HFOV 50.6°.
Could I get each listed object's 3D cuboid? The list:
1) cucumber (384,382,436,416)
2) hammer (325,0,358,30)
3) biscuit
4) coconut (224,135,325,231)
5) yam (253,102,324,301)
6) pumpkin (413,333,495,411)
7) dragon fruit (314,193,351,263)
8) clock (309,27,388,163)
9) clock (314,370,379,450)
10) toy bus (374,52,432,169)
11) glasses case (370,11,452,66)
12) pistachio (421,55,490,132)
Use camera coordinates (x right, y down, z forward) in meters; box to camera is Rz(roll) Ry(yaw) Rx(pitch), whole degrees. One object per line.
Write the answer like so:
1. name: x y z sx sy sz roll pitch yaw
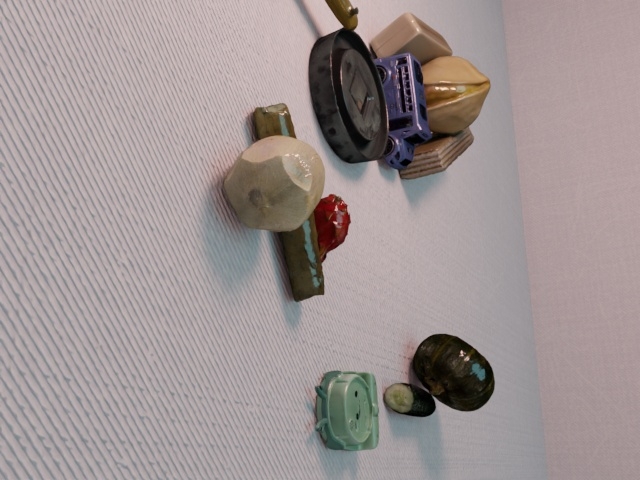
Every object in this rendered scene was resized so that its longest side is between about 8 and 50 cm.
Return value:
1. cucumber: 0.234 0.397 1.670 0.241 0.074 0.074 32 53 -57
2. hammer: -0.002 -0.575 1.465 0.305 0.113 0.202 48 44 -37
3. biscuit: 0.361 -0.276 2.064 0.426 0.144 0.079 -41 117 -60
4. coconut: -0.079 -0.091 1.131 0.162 0.161 0.161 -42 119 -58
5. yam: -0.053 -0.072 1.262 0.083 0.083 0.372 -23 102 -62
6. pumpkin: 0.341 0.344 1.750 0.157 0.223 0.224 -40 123 -23
7. dragon fruit: 0.000 0.000 1.355 0.094 0.094 0.191 38 71 -53
8. clock: 0.073 -0.340 1.607 0.319 0.066 0.319 29 57 -58
9. clock: 0.048 0.337 1.339 0.211 0.066 0.159 23 61 -58
10. toy bus: 0.220 -0.344 1.818 0.125 0.133 0.292 10 72 -62
11. glasses case: 0.271 -0.558 1.967 0.076 0.144 0.336 59 24 11
12. pistachio: 0.362 -0.428 1.999 0.321 0.238 0.229 -17 96 -36
